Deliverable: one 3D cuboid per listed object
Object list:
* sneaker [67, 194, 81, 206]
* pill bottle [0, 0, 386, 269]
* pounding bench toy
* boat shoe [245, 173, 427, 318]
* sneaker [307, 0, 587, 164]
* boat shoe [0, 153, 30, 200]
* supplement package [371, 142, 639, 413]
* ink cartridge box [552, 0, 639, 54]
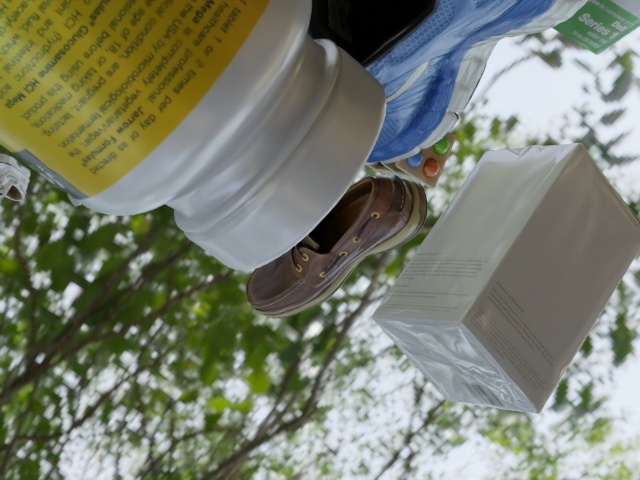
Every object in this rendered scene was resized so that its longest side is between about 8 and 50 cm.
[{"bbox_3d":[-0.244,-0.126,1.624,0.095,0.235,0.090,-14,-105,-36],"label":"sneaker"},{"bbox_3d":[-0.129,-0.135,0.718,0.334,0.188,0.188,39,-142,-22],"label":"pill bottle"},{"bbox_3d":[0.088,-0.077,1.182,0.083,0.065,0.052,28,-98,-40],"label":"pounding bench toy"},{"bbox_3d":[0.000,0.000,1.037,0.060,0.178,0.064,21,-136,-44],"label":"boat shoe"},{"bbox_3d":[0.040,-0.149,0.879,0.147,0.330,0.129,-4,-111,-26],"label":"sneaker"},{"bbox_3d":[-0.297,-0.057,1.221,0.035,0.100,0.035,0,-101,9],"label":"boat shoe"},{"bbox_3d":[0.240,0.043,1.651,0.175,0.177,0.293,48,-115,-25],"label":"supplement package"},{"bbox_3d":[0.321,-0.344,1.266,0.117,0.278,0.201,22,-132,-38],"label":"ink cartridge box"}]
